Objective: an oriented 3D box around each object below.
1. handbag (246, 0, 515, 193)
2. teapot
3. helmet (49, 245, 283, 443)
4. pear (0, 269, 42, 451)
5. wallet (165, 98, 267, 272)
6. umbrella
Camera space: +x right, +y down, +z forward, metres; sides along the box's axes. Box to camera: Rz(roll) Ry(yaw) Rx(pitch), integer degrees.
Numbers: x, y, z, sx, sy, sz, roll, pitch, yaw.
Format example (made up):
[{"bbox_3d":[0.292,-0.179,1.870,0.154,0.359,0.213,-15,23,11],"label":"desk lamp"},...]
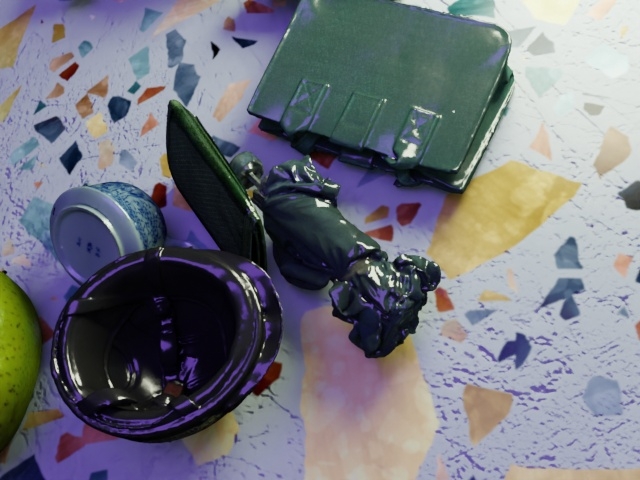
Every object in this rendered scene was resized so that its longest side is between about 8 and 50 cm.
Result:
[{"bbox_3d":[0.086,-0.210,1.126,0.326,0.089,0.239,21,74,22],"label":"handbag"},{"bbox_3d":[-0.271,-0.013,1.120,0.231,0.159,0.159,28,76,17],"label":"teapot"},{"bbox_3d":[-0.178,0.137,1.006,0.278,0.160,0.231,-14,63,-4],"label":"helmet"},{"bbox_3d":[-0.503,0.183,1.060,0.292,0.159,0.293,-2,64,4],"label":"pear"},{"bbox_3d":[-0.136,-0.061,1.084,0.055,0.160,0.236,-27,60,-20],"label":"wallet"},{"bbox_3d":[0.002,-0.001,1.052,0.143,0.094,0.349,-48,61,-1],"label":"umbrella"}]
